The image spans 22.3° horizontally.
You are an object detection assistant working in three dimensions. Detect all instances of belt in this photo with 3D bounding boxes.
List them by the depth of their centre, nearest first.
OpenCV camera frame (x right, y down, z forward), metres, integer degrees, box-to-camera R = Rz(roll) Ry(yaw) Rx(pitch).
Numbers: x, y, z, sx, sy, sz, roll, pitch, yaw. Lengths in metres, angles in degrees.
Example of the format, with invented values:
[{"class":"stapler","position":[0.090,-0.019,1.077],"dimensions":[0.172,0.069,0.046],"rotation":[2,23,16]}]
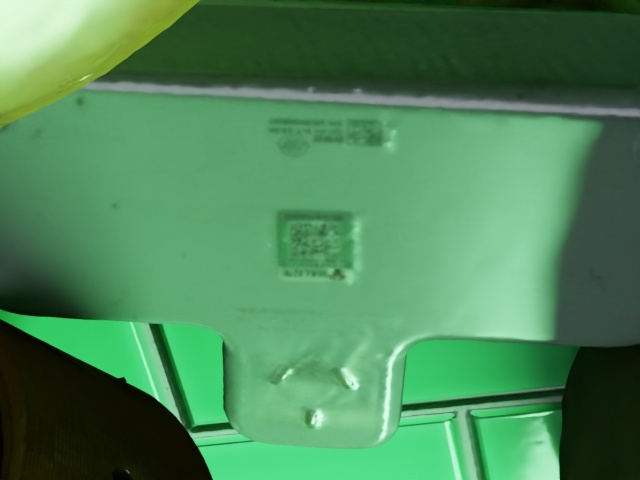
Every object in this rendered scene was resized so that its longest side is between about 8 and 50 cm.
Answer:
[{"class":"belt","position":[-0.142,0.121,0.611],"dimensions":[0.105,0.184,0.261],"rotation":[29,159,-33]}]

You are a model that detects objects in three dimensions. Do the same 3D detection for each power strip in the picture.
[{"class":"power strip","position":[0.000,-0.001,0.596],"dimensions":[0.265,0.059,0.193],"rotation":[3,135,0]}]

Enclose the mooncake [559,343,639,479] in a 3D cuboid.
[{"class":"mooncake","position":[0.269,0.134,0.625],"dimensions":[0.378,0.200,0.378],"rotation":[0,130,0]}]

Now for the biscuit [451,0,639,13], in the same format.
[{"class":"biscuit","position":[0.081,-0.065,0.592],"dimensions":[0.083,0.018,0.081],"rotation":[-37,116,27]}]

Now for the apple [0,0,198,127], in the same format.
[{"class":"apple","position":[-0.119,-0.151,0.386],"dimensions":[0.286,0.286,0.233],"rotation":[-19,131,18]}]
